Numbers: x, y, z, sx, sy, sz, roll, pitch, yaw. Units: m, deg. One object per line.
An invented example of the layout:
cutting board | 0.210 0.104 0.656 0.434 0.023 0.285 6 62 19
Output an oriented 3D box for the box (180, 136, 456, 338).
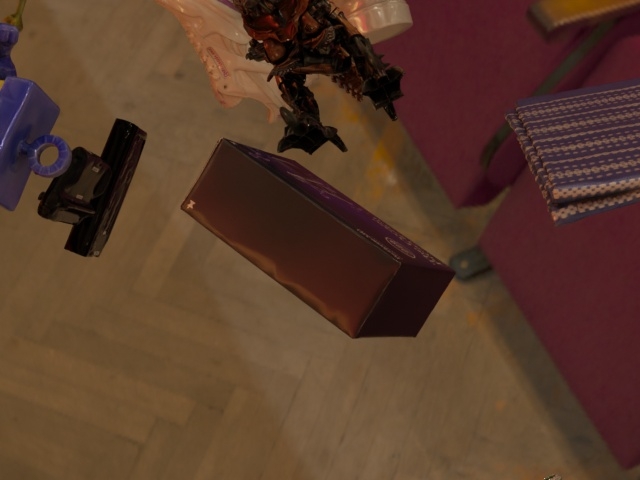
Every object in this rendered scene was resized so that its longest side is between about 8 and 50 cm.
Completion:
box | 0.000 0.000 1.171 0.261 0.184 0.103 36 103 23

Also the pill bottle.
pill bottle | 0.052 -0.451 1.622 0.152 0.152 0.272 -17 90 -17

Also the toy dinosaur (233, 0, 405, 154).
toy dinosaur | 0.000 -0.234 1.237 0.322 0.164 0.218 0 56 -48

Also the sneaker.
sneaker | -0.155 -0.301 1.641 0.305 0.152 0.114 33 9 -15

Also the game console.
game console | -0.326 -0.083 1.478 0.044 0.361 0.213 21 88 0

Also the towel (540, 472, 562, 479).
towel | 0.281 0.369 1.232 0.113 0.023 0.152 -20 81 -31

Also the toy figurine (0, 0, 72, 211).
toy figurine | -0.299 -0.116 0.948 0.217 0.191 0.362 17 76 21

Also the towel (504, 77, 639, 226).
towel | 0.285 -0.088 0.841 0.243 0.040 0.336 -10 17 8
